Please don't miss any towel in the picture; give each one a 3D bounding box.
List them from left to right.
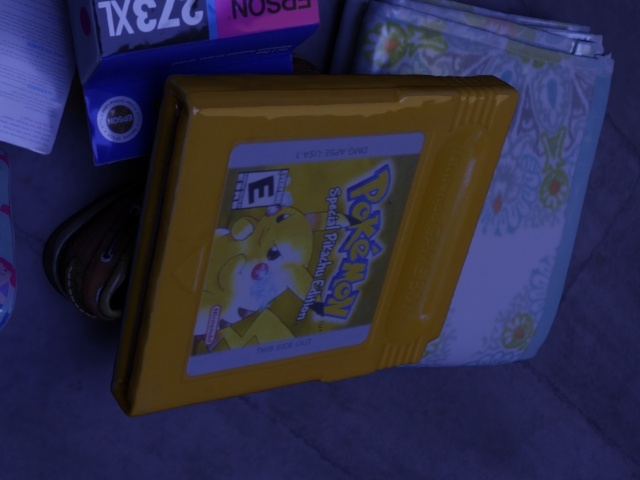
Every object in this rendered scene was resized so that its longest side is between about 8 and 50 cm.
[{"bbox_3d":[0.128,-0.051,1.149,0.321,0.090,0.374,4,102,-34],"label":"towel"}]

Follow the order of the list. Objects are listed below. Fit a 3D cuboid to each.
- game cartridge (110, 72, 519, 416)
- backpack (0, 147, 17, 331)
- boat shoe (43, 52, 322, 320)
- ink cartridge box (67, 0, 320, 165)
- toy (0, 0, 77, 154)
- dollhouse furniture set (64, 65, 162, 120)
[{"bbox_3d":[0.000,0.000,0.948,0.324,0.053,0.285,-5,123,-34],"label":"game cartridge"},{"bbox_3d":[-0.324,0.010,0.738,0.253,0.225,0.191,-36,133,16],"label":"backpack"},{"bbox_3d":[-0.088,-0.041,0.980,0.307,0.104,0.110,-46,126,-16],"label":"boat shoe"},{"bbox_3d":[-0.097,-0.242,0.810,0.176,0.069,0.370,-14,113,-26],"label":"ink cartridge box"},{"bbox_3d":[-0.238,-0.197,0.851,0.137,0.056,0.237,17,88,-28],"label":"toy"},{"bbox_3d":[-0.137,-0.179,0.949,0.144,0.123,0.151,24,123,-35],"label":"dollhouse furniture set"}]
